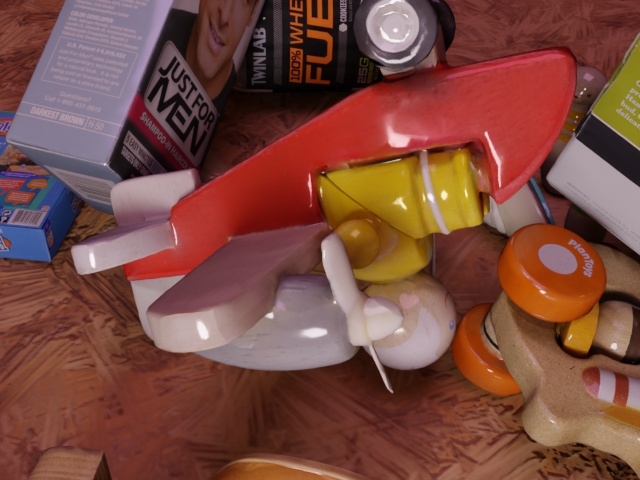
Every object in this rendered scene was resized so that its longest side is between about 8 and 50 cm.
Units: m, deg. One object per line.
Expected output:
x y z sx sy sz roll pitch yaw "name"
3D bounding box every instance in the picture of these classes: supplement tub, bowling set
-0.015 -0.289 1.069 0.316 0.193 0.193 -2 40 -4 "supplement tub"
0.331 -0.042 0.817 0.287 0.154 0.200 21 43 22 "bowling set"

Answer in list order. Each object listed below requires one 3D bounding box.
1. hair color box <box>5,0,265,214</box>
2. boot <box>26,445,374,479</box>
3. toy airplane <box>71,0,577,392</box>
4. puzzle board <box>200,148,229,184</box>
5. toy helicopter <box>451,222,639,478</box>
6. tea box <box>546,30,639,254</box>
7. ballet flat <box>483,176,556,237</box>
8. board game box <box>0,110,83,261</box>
-0.160 -0.220 0.854 0.114 0.185 0.374 14 75 15 "hair color box"
-0.089 0.243 0.515 0.295 0.104 0.211 3 45 9 "boot"
0.000 0.000 0.691 0.386 0.384 0.272 -34 95 -26 "toy airplane"
-0.176 -0.094 0.972 0.096 0.011 0.128 -21 44 -24 "puzzle board"
0.273 0.143 0.646 0.235 0.140 0.355 -4 50 -21 "toy helicopter"
0.396 -0.155 0.629 0.220 0.323 0.329 41 67 13 "tea box"
0.195 -0.064 0.910 0.086 0.086 0.248 0 38 -2 "ballet flat"
-0.337 -0.066 0.903 0.160 0.047 0.210 5 40 5 "board game box"
